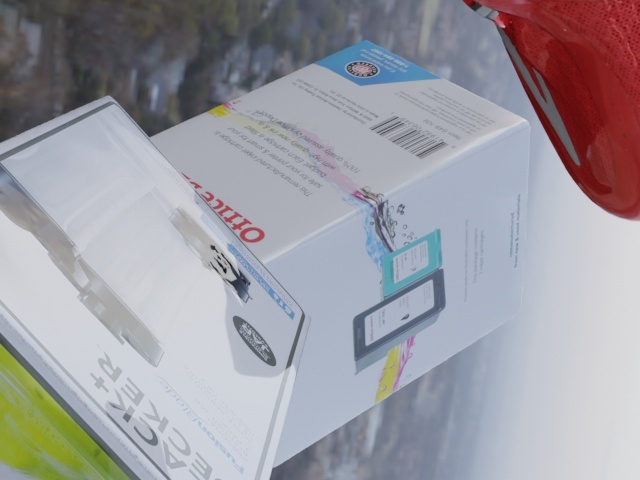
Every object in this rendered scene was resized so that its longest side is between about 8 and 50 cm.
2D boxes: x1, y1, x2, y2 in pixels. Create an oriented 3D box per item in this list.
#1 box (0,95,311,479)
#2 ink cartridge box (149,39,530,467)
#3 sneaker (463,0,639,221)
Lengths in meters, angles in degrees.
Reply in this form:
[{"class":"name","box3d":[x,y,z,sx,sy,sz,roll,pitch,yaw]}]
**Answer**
[{"class":"box","box3d":[-0.097,0.042,0.526,0.087,0.169,0.290,-40,-174,12]},{"class":"ink cartridge box","box3d":[0.000,0.000,0.993,0.270,0.198,0.197,-28,132,-28]},{"class":"sneaker","box3d":[0.018,-0.102,0.311,0.279,0.118,0.107,55,-9,-29]}]
